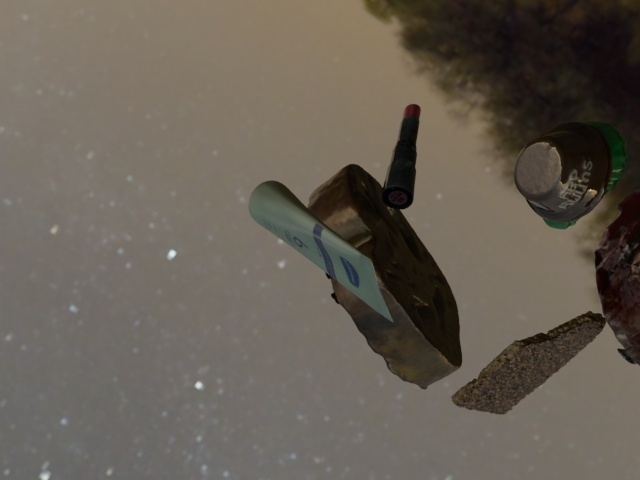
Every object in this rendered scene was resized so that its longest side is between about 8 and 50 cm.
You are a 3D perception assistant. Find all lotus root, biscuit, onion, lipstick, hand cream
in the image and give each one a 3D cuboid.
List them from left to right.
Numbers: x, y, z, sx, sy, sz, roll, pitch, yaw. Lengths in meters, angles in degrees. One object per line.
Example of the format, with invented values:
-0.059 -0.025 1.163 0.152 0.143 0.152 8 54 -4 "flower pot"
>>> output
0.000 0.000 1.712 0.321 0.067 0.109 36 154 49 "hand cream"
0.122 0.062 2.098 0.375 0.111 0.390 25 -143 -62 "lotus root"
0.146 -0.153 2.111 0.053 0.053 0.234 32 -135 -19 "lipstick"
0.314 0.183 1.856 0.131 0.237 0.026 15 -141 -45 "biscuit"
0.558 0.036 1.872 0.280 0.314 0.146 55 179 7 "onion"

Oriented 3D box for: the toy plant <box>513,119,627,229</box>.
0.299 -0.077 1.468 0.105 0.142 0.200 33 -162 32 "toy plant"
